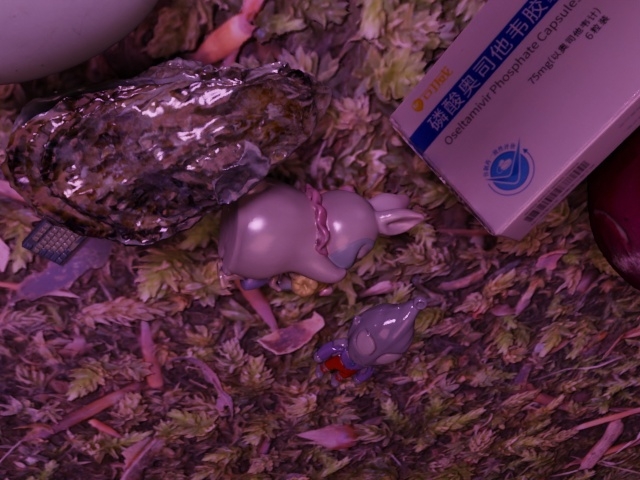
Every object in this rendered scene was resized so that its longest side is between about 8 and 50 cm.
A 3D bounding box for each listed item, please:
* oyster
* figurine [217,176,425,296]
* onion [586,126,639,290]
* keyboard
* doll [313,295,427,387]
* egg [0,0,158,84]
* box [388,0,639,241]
[{"bbox_3d":[-0.142,-0.105,0.666,0.351,0.158,0.162,-20,141,-11],"label":"oyster"},{"bbox_3d":[0.000,0.000,0.784,0.236,0.127,0.155,5,106,-20],"label":"figurine"},{"bbox_3d":[0.429,-0.123,0.704,0.348,0.348,0.385,-43,90,19],"label":"onion"},{"bbox_3d":[-0.283,-0.037,0.760,0.176,0.014,0.055,-41,128,18],"label":"keyboard"},{"bbox_3d":[0.078,0.148,0.946,0.102,0.075,0.227,34,125,-21],"label":"doll"},{"bbox_3d":[-0.259,-0.223,0.519,0.264,0.182,0.182,-12,128,-13],"label":"egg"},{"bbox_3d":[0.249,-0.187,0.653,0.065,0.200,0.343,9,128,-52],"label":"box"}]
